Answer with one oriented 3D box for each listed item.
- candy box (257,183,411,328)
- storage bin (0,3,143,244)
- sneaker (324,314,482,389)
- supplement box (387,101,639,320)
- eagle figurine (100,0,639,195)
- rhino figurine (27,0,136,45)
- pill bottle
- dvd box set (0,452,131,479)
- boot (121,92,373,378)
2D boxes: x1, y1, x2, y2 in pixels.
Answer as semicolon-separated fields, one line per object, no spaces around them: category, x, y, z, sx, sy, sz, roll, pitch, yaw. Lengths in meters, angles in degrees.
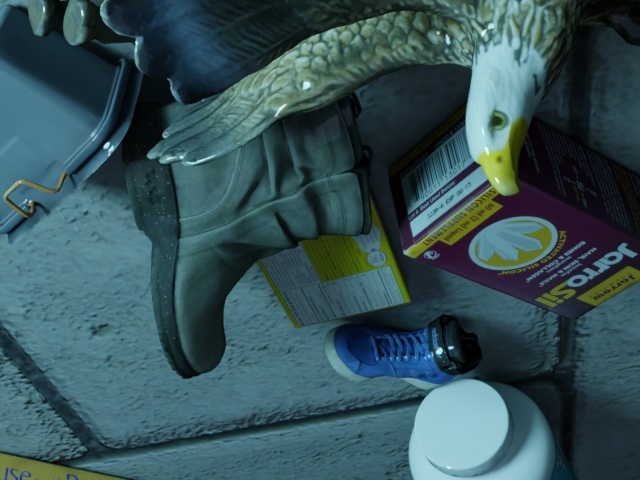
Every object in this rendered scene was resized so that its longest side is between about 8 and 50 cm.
candy box;0.000;0.000;0.788;0.105;0.027;0.206;-11;143;10
storage bin;-0.189;-0.070;0.615;0.091;0.098;0.135;34;128;-28
sneaker;0.081;0.094;0.900;0.152;0.058;0.085;20;142;-38
supplement box;0.156;-0.019;0.743;0.188;0.080;0.104;21;135;-33
eagle figurine;0.060;-0.119;0.485;0.299;0.225;0.226;6;120;2
rhino figurine;-0.059;-0.181;0.491;0.106;0.073;0.243;-10;150;-38
pill bottle;0.179;0.238;1.040;0.146;0.146;0.264;-18;142;15
dvd box set;-0.423;0.318;1.118;0.420;0.062;0.308;23;134;-35
boot;-0.039;0.000;0.694;0.161;0.083;0.246;-7;133;-4
